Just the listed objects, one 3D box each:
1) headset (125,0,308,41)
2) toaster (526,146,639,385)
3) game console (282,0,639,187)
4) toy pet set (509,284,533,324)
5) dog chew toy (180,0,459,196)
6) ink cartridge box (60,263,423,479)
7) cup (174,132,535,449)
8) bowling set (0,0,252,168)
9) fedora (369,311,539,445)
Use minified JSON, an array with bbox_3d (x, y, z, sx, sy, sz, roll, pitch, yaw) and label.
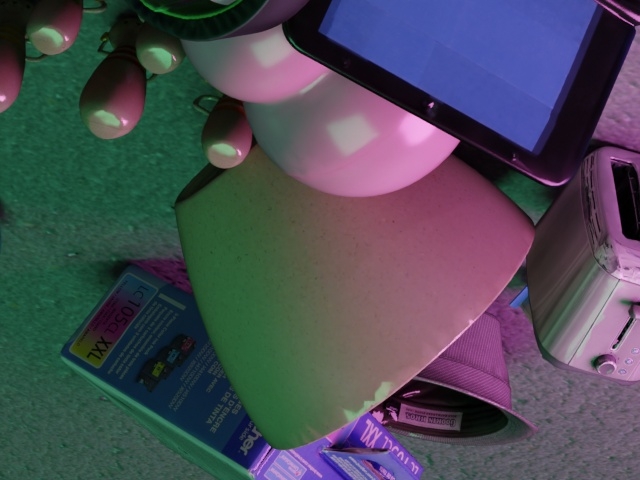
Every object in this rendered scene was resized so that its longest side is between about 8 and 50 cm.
[{"bbox_3d":[-0.080,-0.317,1.126,0.185,0.243,0.394,-16,134,-43],"label":"headset"},{"bbox_3d":[0.280,0.015,1.628,0.129,0.227,0.146,17,132,-13],"label":"toaster"},{"bbox_3d":[0.162,-0.210,1.282,0.293,0.173,0.250,26,143,-26],"label":"game console"},{"bbox_3d":[0.268,0.046,1.834,0.122,0.065,0.114,29,110,-34],"label":"toy pet set"},{"bbox_3d":[-0.020,-0.184,1.384,0.206,0.207,0.332,-20,130,41],"label":"dog chew toy"},{"bbox_3d":[-0.067,0.209,1.935,0.395,0.151,0.270,27,166,39],"label":"ink cartridge box"},{"bbox_3d":[0.000,0.000,1.609,0.237,0.331,0.331,49,139,-11],"label":"cup"},{"bbox_3d":[-0.167,-0.197,1.484,0.287,0.154,0.200,14,131,-4],"label":"bowling set"},{"bbox_3d":[0.134,0.142,1.945,0.243,0.124,0.275,20,160,-12],"label":"fedora"}]
